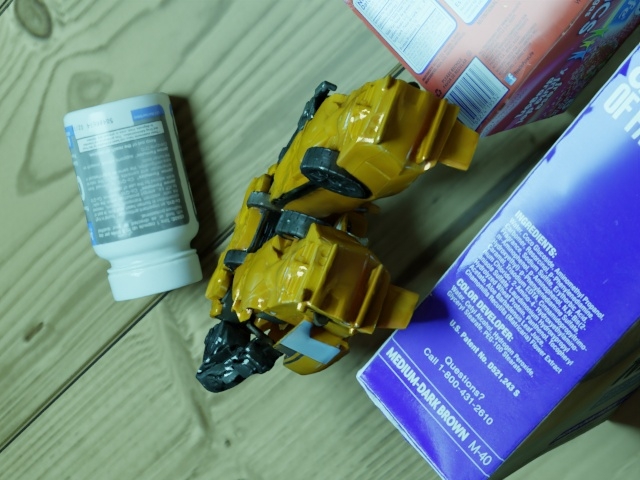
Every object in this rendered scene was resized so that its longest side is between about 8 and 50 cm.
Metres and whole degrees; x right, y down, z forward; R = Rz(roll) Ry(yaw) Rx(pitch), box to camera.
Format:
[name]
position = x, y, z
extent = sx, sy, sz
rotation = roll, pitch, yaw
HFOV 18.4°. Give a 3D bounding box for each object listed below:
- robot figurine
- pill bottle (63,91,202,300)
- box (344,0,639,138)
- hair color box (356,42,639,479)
[robot figurine]
position = 0.000, 0.000, 1.222
extent = 0.085, 0.291, 0.211
rotation = 24, 78, -10
[pill bottle]
position = -0.130, -0.031, 1.401
extent = 0.078, 0.078, 0.137
rotation = -11, 94, 36
[box]
position = 0.148, -0.195, 1.144
extent = 0.128, 0.122, 0.257
rotation = 48, 123, 15
[hair color box]
position = 0.190, -0.014, 1.118
extent = 0.110, 0.185, 0.339
rotation = 47, 123, 17
